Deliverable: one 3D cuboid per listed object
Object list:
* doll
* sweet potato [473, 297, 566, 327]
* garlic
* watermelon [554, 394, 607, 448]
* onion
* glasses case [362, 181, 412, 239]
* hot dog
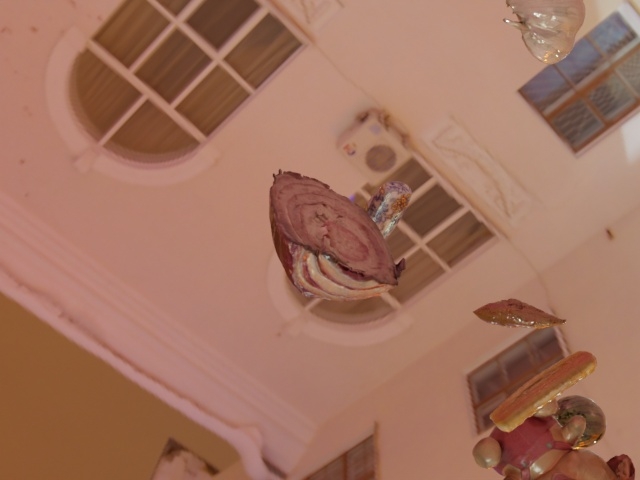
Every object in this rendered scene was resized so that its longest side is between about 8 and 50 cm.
[{"bbox_3d":[0.381,0.377,1.256,0.256,0.196,0.152,49,-148,22],"label":"doll"},{"bbox_3d":[0.440,0.164,1.762,0.060,0.206,0.068,44,-121,-62],"label":"sweet potato"},{"bbox_3d":[0.447,-0.469,1.564,0.178,0.143,0.229,-6,-103,-54],"label":"garlic"},{"bbox_3d":[0.657,0.475,2.081,0.187,0.140,0.140,13,-142,-22],"label":"watermelon"},{"bbox_3d":[0.000,0.000,1.579,0.315,0.146,0.280,20,-148,-31],"label":"onion"},{"bbox_3d":[0.127,-0.038,1.845,0.087,0.248,0.065,1,-134,-33],"label":"glasses case"},{"bbox_3d":[0.254,0.170,0.901,0.028,0.137,0.044,54,177,-25],"label":"hot dog"}]
